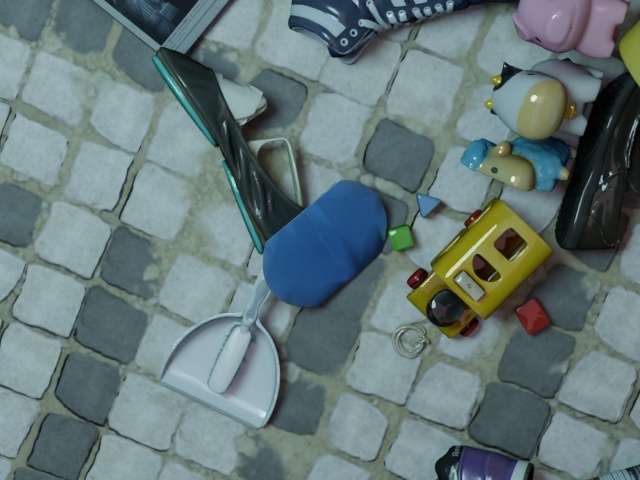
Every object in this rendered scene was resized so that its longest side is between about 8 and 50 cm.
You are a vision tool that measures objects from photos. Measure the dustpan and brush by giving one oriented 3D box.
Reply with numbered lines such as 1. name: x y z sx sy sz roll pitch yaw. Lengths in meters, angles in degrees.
1. dustpan and brush: -0.096 0.116 1.344 0.147 0.060 0.211 25 96 1

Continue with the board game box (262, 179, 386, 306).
1. board game box: 0.000 0.000 1.316 0.169 0.033 0.133 -40 133 -6

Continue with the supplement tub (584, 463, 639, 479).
1. supplement tub: 0.369 0.322 1.309 0.198 0.106 0.106 -18 93 5

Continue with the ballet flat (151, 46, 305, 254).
1. ballet flat: -0.093 -0.119 1.317 0.096 0.095 0.280 -29 102 -5

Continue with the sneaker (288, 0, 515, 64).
1. sneaker: 0.098 -0.270 1.282 0.282 0.099 0.153 13 91 9

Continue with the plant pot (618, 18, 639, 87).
1. plant pot: 0.486 -0.203 1.153 0.254 0.254 0.239 44 119 0

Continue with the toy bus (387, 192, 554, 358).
1. toy bus: 0.176 0.044 1.299 0.191 0.104 0.202 -2 94 4

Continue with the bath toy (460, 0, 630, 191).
1. bath toy: 0.260 -0.230 1.210 0.129 0.151 0.348 20 115 11

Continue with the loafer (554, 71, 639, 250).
1. loafer: 0.342 -0.088 1.300 0.078 0.080 0.220 16 100 -7

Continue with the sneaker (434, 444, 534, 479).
1. sneaker: 0.165 0.386 1.343 0.124 0.107 0.283 14 92 17

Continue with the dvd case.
1. dvd case: -0.205 -0.344 1.282 0.239 0.029 0.179 37 97 -27
